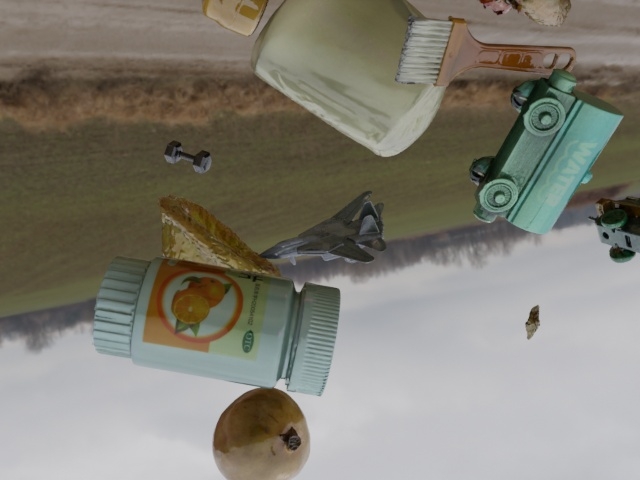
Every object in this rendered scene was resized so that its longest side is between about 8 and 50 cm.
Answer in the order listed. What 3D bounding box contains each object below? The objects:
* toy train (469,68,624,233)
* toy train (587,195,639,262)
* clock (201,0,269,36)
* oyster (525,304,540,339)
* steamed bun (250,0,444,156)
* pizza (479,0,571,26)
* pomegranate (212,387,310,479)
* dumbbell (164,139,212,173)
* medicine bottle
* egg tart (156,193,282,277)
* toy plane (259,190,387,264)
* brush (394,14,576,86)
[{"bbox_3d":[0.324,-0.120,0.993,0.159,0.248,0.101,21,-149,-7],"label":"toy train"},{"bbox_3d":[0.561,-0.024,1.135,0.136,0.091,0.228,-36,-150,-17],"label":"toy train"},{"bbox_3d":[-0.180,-0.642,1.580,0.200,0.317,0.244,14,168,-15],"label":"clock"},{"bbox_3d":[0.552,0.212,1.776,0.034,0.093,0.051,12,172,9],"label":"oyster"},{"bbox_3d":[0.086,-0.364,1.375,0.290,0.371,0.456,-56,-176,8],"label":"steamed bun"},{"bbox_3d":[0.334,-0.567,1.411,0.130,0.406,0.440,-56,169,25],"label":"pizza"},{"bbox_3d":[-0.110,0.371,1.278,0.191,0.191,0.191,-11,179,0],"label":"pomegranate"},{"bbox_3d":[-0.233,-0.147,1.196,0.083,0.040,0.036,20,-175,15],"label":"dumbbell"},{"bbox_3d":[-0.141,0.114,0.949,0.318,0.158,0.158,9,177,-3],"label":"medicine bottle"},{"bbox_3d":[-0.229,0.034,1.426,0.128,0.319,0.319,-52,176,2],"label":"egg tart"},{"bbox_3d":[0.005,0.008,1.376,0.267,0.088,0.212,-21,-142,20],"label":"toy plane"},{"bbox_3d":[0.237,-0.250,0.921,0.314,0.090,0.017,-5,-147,-29],"label":"brush"}]
